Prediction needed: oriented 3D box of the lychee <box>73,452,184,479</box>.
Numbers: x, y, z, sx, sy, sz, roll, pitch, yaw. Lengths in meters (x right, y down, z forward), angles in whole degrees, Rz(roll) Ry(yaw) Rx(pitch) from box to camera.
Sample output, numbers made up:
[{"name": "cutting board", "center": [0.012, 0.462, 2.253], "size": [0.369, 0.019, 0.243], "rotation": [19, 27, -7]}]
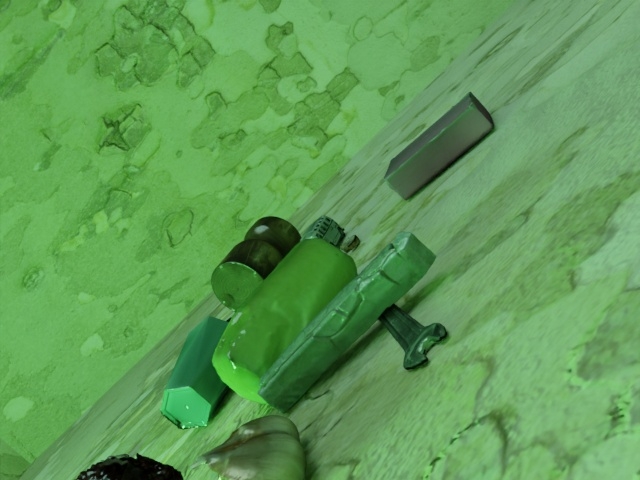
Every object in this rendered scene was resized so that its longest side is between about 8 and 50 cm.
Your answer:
[{"name": "lychee", "center": [-0.261, 0.376, 0.807], "size": [0.188, 0.188, 0.188], "rotation": [-43, 9, 9]}]

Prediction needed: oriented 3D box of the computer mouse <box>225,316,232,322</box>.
[{"name": "computer mouse", "center": [-0.263, 0.272, 1.577], "size": [0.122, 0.073, 0.217], "rotation": [-39, 4, 14]}]

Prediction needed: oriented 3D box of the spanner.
[{"name": "spanner", "center": [0.107, 0.115, 0.854], "size": [0.071, 0.017, 0.302], "rotation": [-49, 10, -1]}]

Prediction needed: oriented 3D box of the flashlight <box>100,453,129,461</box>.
[{"name": "flashlight", "center": [-0.501, 0.545, 1.523], "size": [0.110, 0.052, 0.031], "rotation": [-27, 55, 44]}]

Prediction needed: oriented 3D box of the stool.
[{"name": "stool", "center": [-0.177, 0.069, 1.778], "size": [0.179, 0.179, 0.264], "rotation": [-37, 11, 36]}]

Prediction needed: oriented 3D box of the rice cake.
[{"name": "rice cake", "center": [0.033, 0.121, 0.908], "size": [0.336, 0.066, 0.063], "rotation": [-48, 19, 12]}]

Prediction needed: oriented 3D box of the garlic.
[{"name": "garlic", "center": [-0.075, 0.265, 0.739], "size": [0.124, 0.099, 0.174], "rotation": [-29, 10, 4]}]

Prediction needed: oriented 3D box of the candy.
[{"name": "candy", "center": [-0.057, 0.131, 1.112], "size": [0.132, 0.142, 0.343], "rotation": [-18, 26, 42]}]

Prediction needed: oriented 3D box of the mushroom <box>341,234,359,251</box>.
[{"name": "mushroom", "center": [0.071, 0.008, 1.477], "size": [0.049, 0.019, 0.101], "rotation": [-44, 7, -1]}]

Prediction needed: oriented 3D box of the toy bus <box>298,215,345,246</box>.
[{"name": "toy bus", "center": [0.000, 0.000, 1.602], "size": [0.087, 0.089, 0.194], "rotation": [-40, 9, 25]}]

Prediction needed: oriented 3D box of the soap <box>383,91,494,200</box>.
[{"name": "soap", "center": [0.271, -0.218, 1.424], "size": [0.259, 0.081, 0.181], "rotation": [-42, 8, 22]}]

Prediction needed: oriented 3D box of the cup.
[{"name": "cup", "center": [-0.252, 0.282, 1.307], "size": [0.148, 0.134, 0.235], "rotation": [-43, 10, 25]}]
